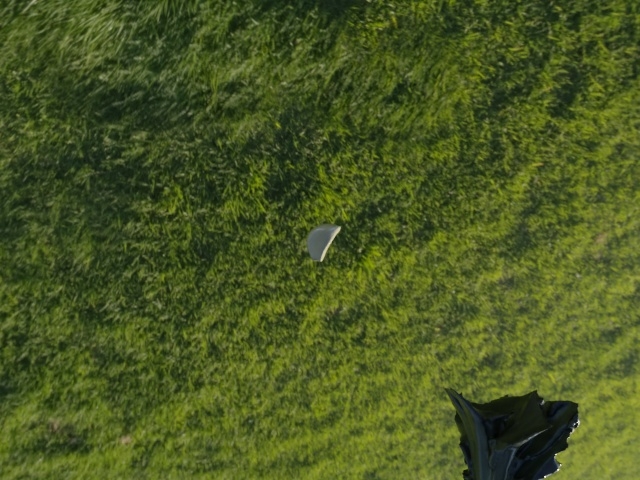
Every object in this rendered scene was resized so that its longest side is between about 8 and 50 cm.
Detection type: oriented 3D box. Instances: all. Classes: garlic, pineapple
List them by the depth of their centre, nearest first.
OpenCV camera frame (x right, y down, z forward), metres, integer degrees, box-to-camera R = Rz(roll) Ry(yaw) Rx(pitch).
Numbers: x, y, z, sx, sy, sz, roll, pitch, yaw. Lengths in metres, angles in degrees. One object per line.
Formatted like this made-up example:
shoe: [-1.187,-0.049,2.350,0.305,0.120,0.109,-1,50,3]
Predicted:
pineapple: [0.142,0.261,0.405,0.119,0.130,0.277,14,77,-10]
garlic: [0.000,0.000,0.953,0.083,0.053,0.041,-65,162,2]
